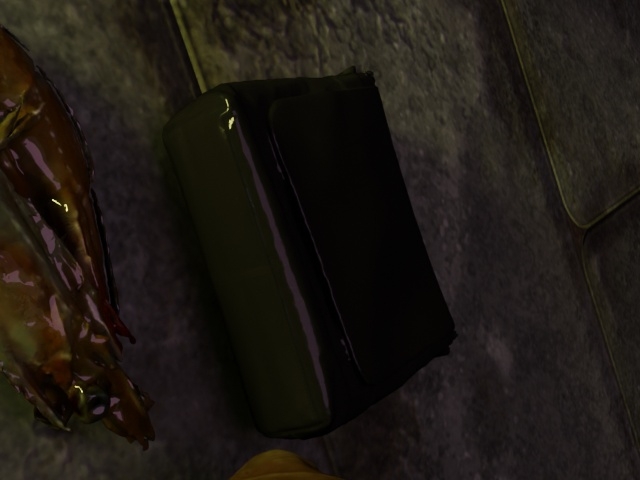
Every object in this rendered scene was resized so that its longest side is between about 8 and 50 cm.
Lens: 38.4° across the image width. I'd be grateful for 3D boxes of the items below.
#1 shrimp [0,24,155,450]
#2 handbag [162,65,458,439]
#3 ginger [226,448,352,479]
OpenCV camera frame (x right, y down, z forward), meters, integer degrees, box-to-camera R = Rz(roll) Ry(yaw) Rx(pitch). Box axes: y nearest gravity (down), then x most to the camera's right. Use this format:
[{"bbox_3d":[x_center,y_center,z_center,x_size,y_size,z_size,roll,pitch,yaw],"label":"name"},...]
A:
[{"bbox_3d":[-0.166,-0.009,0.500,0.154,0.062,0.294,-42,110,-52],"label":"shrimp"},{"bbox_3d":[0.000,0.000,0.678,0.223,0.080,0.246,-20,92,-56],"label":"handbag"},{"bbox_3d":[-0.012,0.262,0.499,0.223,0.200,0.269,22,102,-10],"label":"ginger"}]
